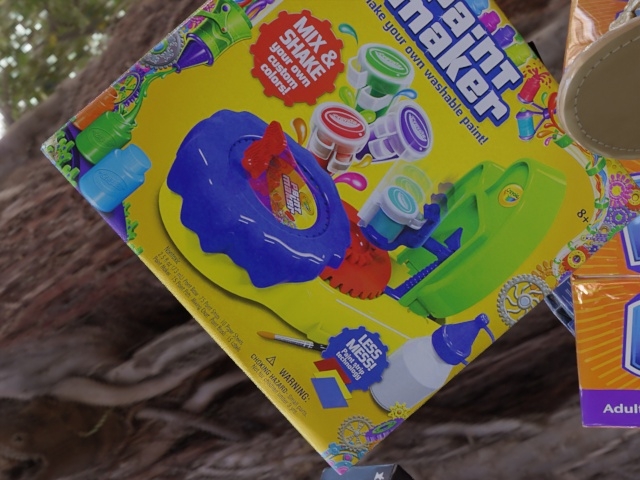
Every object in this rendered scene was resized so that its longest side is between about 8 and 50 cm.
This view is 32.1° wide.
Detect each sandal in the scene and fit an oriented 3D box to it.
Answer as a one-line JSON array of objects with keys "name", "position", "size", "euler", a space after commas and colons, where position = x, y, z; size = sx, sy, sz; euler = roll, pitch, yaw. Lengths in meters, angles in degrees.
[{"name": "sandal", "position": [0.203, -0.113, 0.599], "size": [0.240, 0.088, 0.079], "euler": [-18, -138, -21]}]

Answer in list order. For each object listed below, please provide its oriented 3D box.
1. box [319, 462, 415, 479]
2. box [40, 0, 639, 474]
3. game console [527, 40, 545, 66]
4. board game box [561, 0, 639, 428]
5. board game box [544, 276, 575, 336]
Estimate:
[{"name": "box", "position": [0.053, 0.297, 0.944], "size": [0.158, 0.093, 0.156], "euler": [46, -128, -27]}, {"name": "box", "position": [0.012, -0.053, 0.784], "size": [0.290, 0.279, 0.177], "euler": [48, 179, -12]}, {"name": "game console", "position": [0.140, -0.238, 1.364], "size": [0.044, 0.213, 0.361], "euler": [62, -173, -69]}, {"name": "board game box", "position": [0.423, -0.068, 1.046], "size": [0.356, 0.356, 0.356], "euler": [-68, -29, -53]}, {"name": "board game box", "position": [0.376, 0.118, 1.542], "size": [0.194, 0.060, 0.194], "euler": [51, -176, 24]}]
